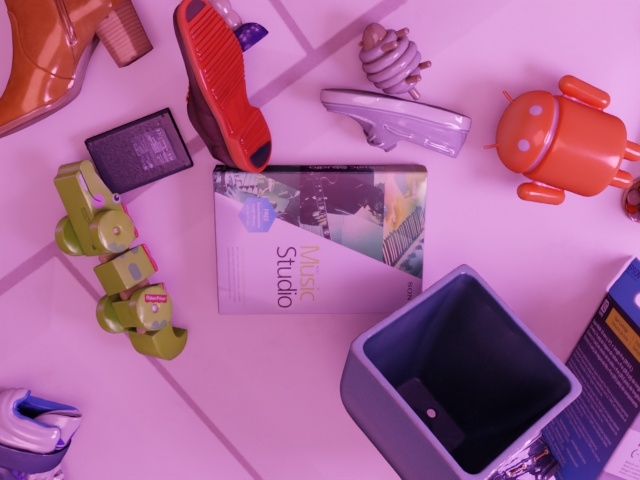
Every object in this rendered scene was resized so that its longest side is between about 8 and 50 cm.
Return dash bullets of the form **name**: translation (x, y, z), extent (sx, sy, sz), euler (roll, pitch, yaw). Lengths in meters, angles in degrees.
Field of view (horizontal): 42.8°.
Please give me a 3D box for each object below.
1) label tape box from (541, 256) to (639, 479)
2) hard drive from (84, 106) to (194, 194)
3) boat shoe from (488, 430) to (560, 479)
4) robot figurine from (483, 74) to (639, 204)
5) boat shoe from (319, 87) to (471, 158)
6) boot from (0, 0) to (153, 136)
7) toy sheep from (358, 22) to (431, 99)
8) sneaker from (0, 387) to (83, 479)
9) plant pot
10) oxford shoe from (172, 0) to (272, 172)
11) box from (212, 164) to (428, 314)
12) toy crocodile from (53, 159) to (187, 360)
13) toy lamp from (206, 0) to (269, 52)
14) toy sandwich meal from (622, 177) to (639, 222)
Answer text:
- **label tape box**: translation (0.474, 0.231, 1.250), extent (0.115, 0.249, 0.348), euler (23, 107, -9)
- **hard drive**: translation (-0.270, -0.130, 1.217), extent (0.135, 0.022, 0.094), euler (-20, 109, 5)
- **boat shoe**: translation (0.276, 0.359, 1.234), extent (0.183, 0.065, 0.083), euler (-32, 86, -12)
- **robot figurine**: translation (0.348, -0.138, 1.180), extent (0.219, 0.128, 0.158), euler (18, 139, -8)
- **boat shoe**: translation (0.106, -0.166, 1.188), extent (0.227, 0.079, 0.081), euler (11, 104, -9)
- **boot**: translation (-0.399, -0.287, 1.126), extent (0.295, 0.104, 0.211), euler (-31, 102, 3)
- **toy sheep**: translation (0.104, -0.250, 1.155), extent (0.091, 0.091, 0.132), euler (-33, 113, 9)
- **sneaker**: translation (-0.451, 0.386, 1.335), extent (0.236, 0.130, 0.323), euler (-37, 101, 15)
- **plant pot**: translation (0.175, 0.239, 1.216), extent (0.248, 0.247, 0.252), euler (49, 147, 18)
- **oxford shoe**: translation (-0.156, -0.205, 1.123), extent (0.098, 0.097, 0.271), euler (9, 136, 30)
- **box**: translation (0.000, 0.000, 1.254), extent (0.322, 0.058, 0.232), euler (-1, 110, -3)
- **toy crocodile**: translation (-0.299, 0.036, 1.235), extent (0.115, 0.105, 0.341), euler (-11, 109, 41)
- **toy lamp**: translation (-0.179, -0.375, 1.105), extent (0.080, 0.080, 0.275), euler (-33, 106, 9)
- **toy sandwich meal**: translation (0.511, -0.062, 1.264), extent (0.085, 0.029, 0.086), euler (-1, 109, -2)
